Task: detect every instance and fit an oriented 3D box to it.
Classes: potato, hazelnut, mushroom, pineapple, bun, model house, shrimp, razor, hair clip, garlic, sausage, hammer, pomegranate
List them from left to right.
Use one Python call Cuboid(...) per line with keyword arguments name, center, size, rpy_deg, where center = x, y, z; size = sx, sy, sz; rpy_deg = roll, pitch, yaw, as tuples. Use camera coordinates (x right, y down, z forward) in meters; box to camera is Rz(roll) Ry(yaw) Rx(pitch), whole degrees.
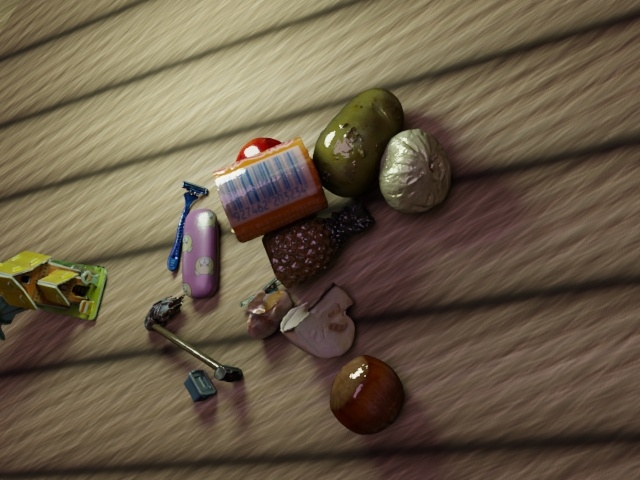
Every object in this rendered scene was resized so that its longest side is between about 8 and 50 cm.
Cuboid(name="model house", center=(-1.023, 0.213, 2.057), size=(0.300, 0.323, 0.341), rpy_deg=(7, 79, 26))
Cuboid(name="shrimp", center=(-0.533, 0.235, 1.965), size=(0.232, 0.090, 0.079), rpy_deg=(-37, 44, 26))
Cuboid(name="razor", center=(-0.496, -0.047, 2.056), size=(0.056, 0.093, 0.325), rpy_deg=(4, 79, 65))
Cuboid(name="hammer", center=(-0.417, 0.360, 1.871), size=(0.365, 0.111, 0.044), rpy_deg=(25, 87, 27))
Cuboid(name="hair clip", center=(-0.189, 0.178, 1.862), size=(0.172, 0.049, 0.049), rpy_deg=(-34, 65, 17))
Cuboid(name="pomegranate", center=(-0.190, -0.228, 1.886), size=(0.235, 0.210, 0.210), rpy_deg=(-40, 63, 28))
Cuboid(name="garlic", center=(-0.165, 0.228, 1.804), size=(0.174, 0.099, 0.124), rpy_deg=(-41, 106, 3))
Cuboid(name="sausage", center=(-0.147, -0.147, 1.679), size=(0.286, 0.233, 0.233), rpy_deg=(-24, 67, -2))
Cuboid(name="mushroom", center=(-0.003, 0.263, 1.724), size=(0.236, 0.173, 0.162), rpy_deg=(-43, 13, -32))
Cuboid(name="pineapple", center=(0.000, 0.000, 1.765), size=(0.361, 0.202, 0.202), rpy_deg=(-25, 67, 0))
Cuboid(name="potato", center=(0.121, -0.308, 1.739), size=(0.219, 0.269, 0.359), rpy_deg=(35, 85, -6))
Cuboid(name="hazelnut", center=(0.129, 0.432, 1.583), size=(0.214, 0.176, 0.215), rpy_deg=(1, 99, 6))
Cuboid(name="bun", center=(0.279, -0.191, 1.642), size=(0.153, 0.243, 0.244), rpy_deg=(13, 79, 64))

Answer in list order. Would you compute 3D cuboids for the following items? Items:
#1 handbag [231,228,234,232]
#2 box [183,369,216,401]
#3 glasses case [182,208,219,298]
Cuboid(name="handbag", center=(-0.272, -0.062, 1.971), size=(0.061, 0.027, 0.084), rpy_deg=(3, 76, 25))
Cuboid(name="box", center=(-0.395, 0.475, 1.857), size=(0.054, 0.074, 0.099), rpy_deg=(-48, 62, 20))
Cuboid(name="glasses case", center=(-0.414, 0.043, 1.976), size=(0.123, 0.076, 0.317), rpy_deg=(-6, 74, 16))
